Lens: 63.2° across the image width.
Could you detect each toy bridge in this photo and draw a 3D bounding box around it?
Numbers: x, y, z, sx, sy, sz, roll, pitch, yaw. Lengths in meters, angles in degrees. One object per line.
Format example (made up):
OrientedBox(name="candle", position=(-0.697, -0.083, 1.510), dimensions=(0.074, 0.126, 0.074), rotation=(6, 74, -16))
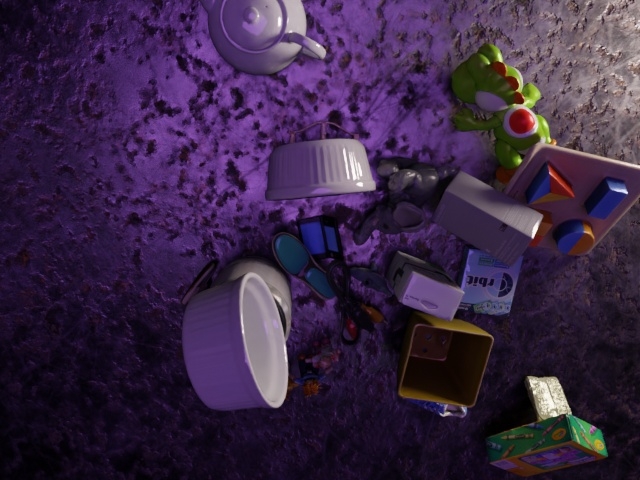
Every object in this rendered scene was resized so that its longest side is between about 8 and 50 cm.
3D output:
OrientedBox(name="toy bridge", position=(0.007, -0.279, 1.357), dimensions=(0.188, 0.026, 0.063), rotation=(2, 102, -3))

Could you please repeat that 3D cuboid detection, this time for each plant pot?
OrientedBox(name="plant pot", position=(0.321, 0.305, 1.438), dimensions=(0.212, 0.187, 0.213), rotation=(10, 104, -4))

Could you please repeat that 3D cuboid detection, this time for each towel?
OrientedBox(name="towel", position=(0.667, 0.464, 1.522), dimensions=(0.109, 0.148, 0.027), rotation=(2, 134, -3))

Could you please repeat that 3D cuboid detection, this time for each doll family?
OrientedBox(name="doll family", position=(-0.061, 0.376, 1.454), dimensions=(0.262, 0.163, 0.119), rotation=(-13, 105, 1))

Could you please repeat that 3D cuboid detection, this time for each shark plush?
OrientedBox(name="shark plush", position=(0.140, 0.121, 1.410), dimensions=(0.067, 0.161, 0.073), rotation=(10, 119, -38))

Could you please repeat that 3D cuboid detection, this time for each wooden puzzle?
OrientedBox(name="wooden puzzle", position=(0.624, -0.077, 1.326), dimensions=(0.347, 0.081, 0.322), rotation=(9, 138, -6))

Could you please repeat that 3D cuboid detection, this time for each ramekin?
OrientedBox(name="ramekin", position=(-0.172, 0.215, 1.074), dimensions=(0.135, 0.277, 0.278), rotation=(-13, 105, 9))
OrientedBox(name="ramekin", position=(-0.004, -0.170, 1.271), dimensions=(0.272, 0.273, 0.127), rotation=(-5, 94, -1))

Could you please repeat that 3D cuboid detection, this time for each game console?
OrientedBox(name="game console", position=(0.000, 0.000, 1.409), dimensions=(0.071, 0.107, 0.122), rotation=(-19, 107, -27))

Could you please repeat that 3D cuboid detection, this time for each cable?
OrientedBox(name="cable", position=(0.072, 0.180, 1.435), dimensions=(0.139, 0.072, 0.287), rotation=(-36, 113, -3))

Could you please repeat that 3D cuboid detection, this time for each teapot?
OrientedBox(name="teapot", position=(-0.145, -0.506, 1.209), dimensions=(0.255, 0.187, 0.253), rotation=(-19, 105, 2))

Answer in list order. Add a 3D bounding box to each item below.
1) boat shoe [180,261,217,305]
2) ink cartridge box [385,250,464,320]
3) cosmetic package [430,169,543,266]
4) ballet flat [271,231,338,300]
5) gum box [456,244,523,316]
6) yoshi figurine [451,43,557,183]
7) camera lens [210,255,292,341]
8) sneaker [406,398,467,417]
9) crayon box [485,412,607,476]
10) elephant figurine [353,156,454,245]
OrientedBox(name="boat shoe", position=(-0.327, 0.125, 1.438), dimensions=(0.049, 0.056, 0.152), rotation=(36, 110, -15))
OrientedBox(name="ink cartridge box", position=(0.271, 0.116, 1.375), dimensions=(0.152, 0.208, 0.087), rotation=(21, 103, -8))
OrientedBox(name="cosmetic package", position=(0.413, -0.057, 1.308), dimensions=(0.237, 0.107, 0.127), rotation=(29, 144, 14))
OrientedBox(name="ballet flat", position=(-0.050, 0.070, 1.413), dimensions=(0.086, 0.086, 0.248), rotation=(-38, 111, 7))
OrientedBox(name="gum box", position=(0.470, 0.115, 1.470), dimensions=(0.156, 0.041, 0.185), rotation=(7, 103, -4))
OrientedBox(name="yoshi figurine", position=(0.450, -0.327, 1.315), dimensions=(0.202, 0.204, 0.362), rotation=(-12, 126, 40))
OrientedBox(name="camera lens", position=(-0.183, 0.170, 1.338), dimensions=(0.219, 0.274, 0.220), rotation=(0, 104, -2))
OrientedBox(name="sneaker", position=(0.337, 0.466, 1.536), dimensions=(0.211, 0.081, 0.080), rotation=(13, 105, -4))
OrientedBox(name="crayon box", position=(0.643, 0.594, 1.498), dimensions=(0.165, 0.081, 0.278), rotation=(29, 134, -25))
OrientedBox(name="elephant figurine", position=(0.211, -0.087, 1.368), dimensions=(0.169, 0.186, 0.240), rotation=(-20, 124, -41))
